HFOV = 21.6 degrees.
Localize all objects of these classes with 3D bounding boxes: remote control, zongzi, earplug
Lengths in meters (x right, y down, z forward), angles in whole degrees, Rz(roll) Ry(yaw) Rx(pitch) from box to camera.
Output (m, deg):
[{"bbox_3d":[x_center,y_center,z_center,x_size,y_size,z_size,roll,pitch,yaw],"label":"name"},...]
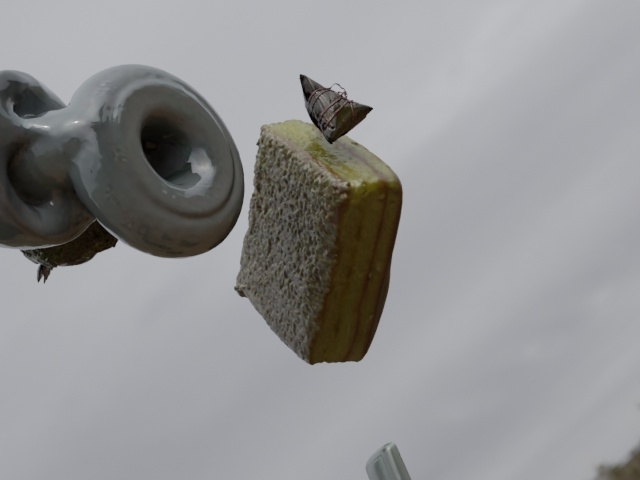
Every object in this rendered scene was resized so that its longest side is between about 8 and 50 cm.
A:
[{"bbox_3d":[0.091,0.295,1.709,0.027,0.184,0.050,-5,-31,-37],"label":"remote control"},{"bbox_3d":[0.001,-0.152,1.846,0.067,0.083,0.073,-43,-56,-19],"label":"zongzi"},{"bbox_3d":[-0.234,-0.074,1.696,0.326,0.214,0.175,2,-29,-13],"label":"earplug"}]

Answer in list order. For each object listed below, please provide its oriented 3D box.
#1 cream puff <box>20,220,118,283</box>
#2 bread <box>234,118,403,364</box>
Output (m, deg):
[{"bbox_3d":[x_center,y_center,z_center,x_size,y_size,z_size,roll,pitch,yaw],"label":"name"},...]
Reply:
[{"bbox_3d":[-0.295,-0.043,1.859,0.183,0.169,0.183,-17,10,3],"label":"cream puff"},{"bbox_3d":[0.000,0.000,1.915,0.110,0.184,0.234,-10,-56,-35],"label":"bread"}]
